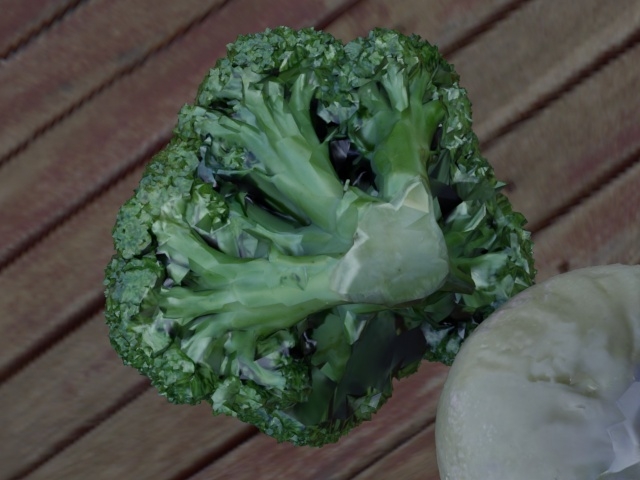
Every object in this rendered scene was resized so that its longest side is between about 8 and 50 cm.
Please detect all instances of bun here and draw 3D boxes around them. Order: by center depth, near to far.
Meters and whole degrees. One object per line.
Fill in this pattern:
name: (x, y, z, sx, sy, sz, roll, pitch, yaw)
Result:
bun: (0.219, 0.136, 1.219, 0.273, 0.168, 0.273, 6, 72, -19)

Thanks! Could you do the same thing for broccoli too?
broccoli: (0.001, -0.009, 1.490, 0.413, 0.310, 0.321, 3, 58, -26)
